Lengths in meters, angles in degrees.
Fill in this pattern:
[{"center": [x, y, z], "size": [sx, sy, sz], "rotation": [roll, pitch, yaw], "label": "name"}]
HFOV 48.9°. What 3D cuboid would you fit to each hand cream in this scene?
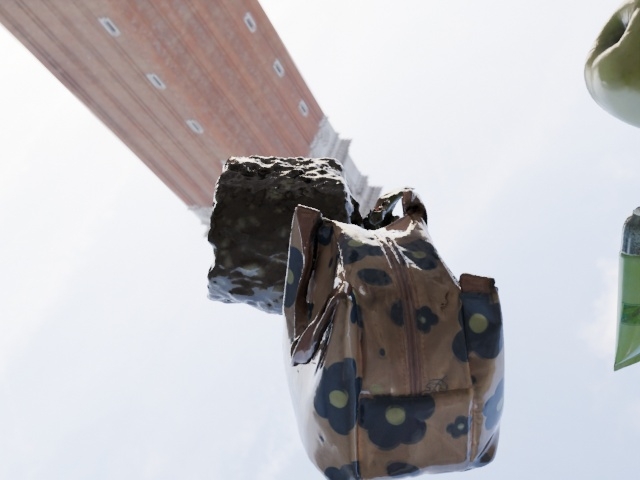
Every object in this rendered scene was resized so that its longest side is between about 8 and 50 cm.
[{"center": [0.343, 0.048, 0.729], "size": [0.095, 0.174, 0.046], "rotation": [-17, -158, -20], "label": "hand cream"}]

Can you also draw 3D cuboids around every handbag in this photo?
[{"center": [0.056, 0.077, 0.665], "size": [0.190, 0.193, 0.251], "rotation": [-4, -152, -11], "label": "handbag"}]

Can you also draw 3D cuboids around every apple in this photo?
[{"center": [0.630, -0.333, 1.279], "size": [0.279, 0.279, 0.279], "rotation": [-13, -125, 19], "label": "apple"}]

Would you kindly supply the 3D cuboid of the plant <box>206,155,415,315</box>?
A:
[{"center": [0.000, 0.000, 1.004], "size": [0.313, 0.215, 0.213], "rotation": [11, -156, -2], "label": "plant"}]
